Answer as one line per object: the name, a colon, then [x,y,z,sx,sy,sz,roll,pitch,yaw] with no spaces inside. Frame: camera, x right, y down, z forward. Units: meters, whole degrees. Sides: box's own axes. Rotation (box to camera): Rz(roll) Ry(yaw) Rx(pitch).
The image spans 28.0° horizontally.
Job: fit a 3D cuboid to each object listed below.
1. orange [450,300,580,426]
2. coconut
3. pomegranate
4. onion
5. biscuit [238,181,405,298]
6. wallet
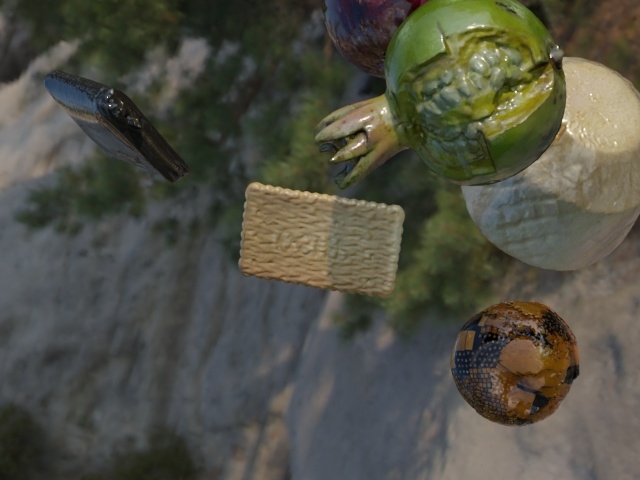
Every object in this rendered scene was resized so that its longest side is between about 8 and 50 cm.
orange: [0.350,0.218,2.316,0.234,0.234,0.182,-60,7,25]
coconut: [0.351,-0.109,1.919,0.329,0.328,0.329,-52,27,40]
pomegranate: [0.138,-0.159,1.486,0.302,0.236,0.236,-26,32,7]
onion: [0.130,-0.442,2.383,0.336,0.260,0.282,16,-103,-68]
biscuit: [0.000,0.000,1.984,0.030,0.249,0.160,-70,-13,-67]
wallet: [-0.246,-0.135,1.532,0.044,0.149,0.250,-48,30,-11]
